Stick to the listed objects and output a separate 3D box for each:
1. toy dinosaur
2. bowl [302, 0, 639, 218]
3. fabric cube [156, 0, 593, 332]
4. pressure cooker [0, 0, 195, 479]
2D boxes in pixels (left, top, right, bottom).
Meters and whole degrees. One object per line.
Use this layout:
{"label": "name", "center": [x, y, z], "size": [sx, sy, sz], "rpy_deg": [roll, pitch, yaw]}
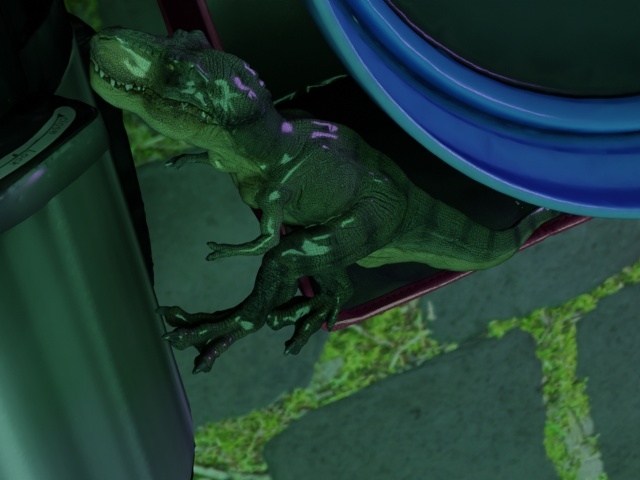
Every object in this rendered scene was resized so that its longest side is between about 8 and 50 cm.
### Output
{"label": "toy dinosaur", "center": [0.000, 0.000, 0.537], "size": [0.268, 0.064, 0.118], "rpy_deg": [19, 118, -47]}
{"label": "bowl", "center": [0.153, -0.200, 0.495], "size": [0.391, 0.077, 0.391], "rpy_deg": [-8, 119, -15]}
{"label": "fabric cube", "center": [0.044, -0.158, 0.677], "size": [0.259, 0.258, 0.254], "rpy_deg": [-23, 121, -6]}
{"label": "pressure cooker", "center": [-0.265, 0.009, 0.592], "size": [0.369, 0.375, 0.421], "rpy_deg": [-17, 122, -6]}
